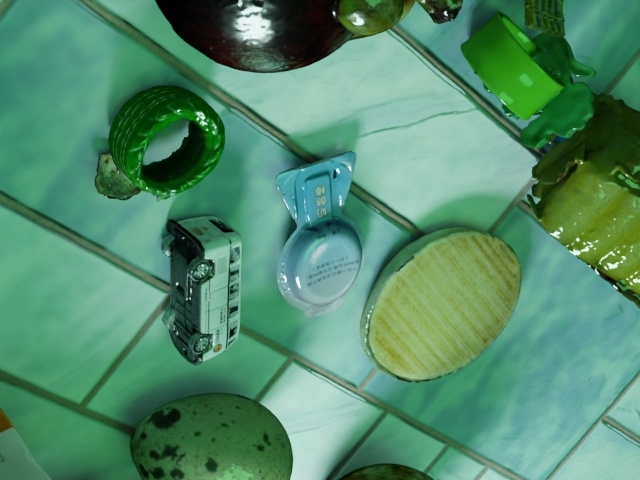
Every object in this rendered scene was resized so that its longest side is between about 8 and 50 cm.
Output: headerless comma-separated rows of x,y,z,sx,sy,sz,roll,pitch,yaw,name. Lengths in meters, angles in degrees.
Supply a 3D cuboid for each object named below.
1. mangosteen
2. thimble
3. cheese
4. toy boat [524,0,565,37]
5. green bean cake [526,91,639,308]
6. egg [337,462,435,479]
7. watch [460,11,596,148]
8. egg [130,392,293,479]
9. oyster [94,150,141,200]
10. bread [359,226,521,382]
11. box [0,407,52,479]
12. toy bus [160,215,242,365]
-0.036,-0.323,1.346,0.330,0.330,0.330,-15,126,-22,mangosteen
-0.180,-0.115,1.532,0.118,0.090,0.130,21,100,-33,thimble
0.000,0.000,1.746,0.135,0.052,0.244,-19,126,-22,cheese
0.288,-0.319,1.686,0.063,0.016,0.115,10,74,-34,toy boat
0.455,-0.087,1.851,0.310,0.285,0.202,33,126,-18,green bean cake
0.082,0.470,1.977,0.238,0.238,0.289,27,114,-39,egg
0.266,-0.214,1.685,0.131,0.165,0.152,-39,151,19,watch
-0.147,0.290,1.767,0.228,0.177,0.177,18,110,-21,egg
-0.241,-0.074,1.574,0.083,0.019,0.054,19,88,-47,oyster
0.173,0.092,1.914,0.267,0.040,0.267,-15,125,-22,bread
-0.383,0.327,1.540,0.143,0.341,0.225,-31,131,-21,box
-0.147,0.063,1.678,0.089,0.087,0.194,-18,126,-32,toy bus
